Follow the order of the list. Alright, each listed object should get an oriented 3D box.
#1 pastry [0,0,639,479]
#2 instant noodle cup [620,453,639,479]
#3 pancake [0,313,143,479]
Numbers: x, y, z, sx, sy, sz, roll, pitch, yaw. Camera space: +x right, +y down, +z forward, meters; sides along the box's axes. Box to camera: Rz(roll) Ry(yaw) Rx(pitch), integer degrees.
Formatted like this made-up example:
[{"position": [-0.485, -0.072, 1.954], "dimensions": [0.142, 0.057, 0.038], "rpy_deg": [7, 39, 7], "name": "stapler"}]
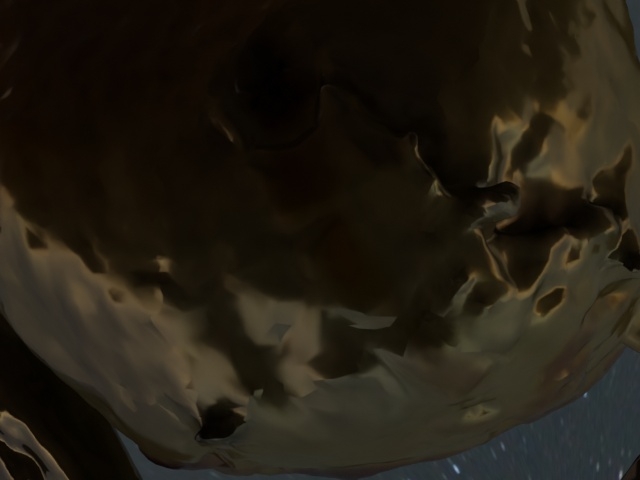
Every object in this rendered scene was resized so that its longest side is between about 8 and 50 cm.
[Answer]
[{"position": [-0.003, 0.005, 0.628], "dimensions": [0.256, 0.237, 0.170], "rpy_deg": [-13, -133, 25], "name": "pastry"}, {"position": [0.183, 0.121, 0.300], "dimensions": [0.251, 0.251, 0.190], "rpy_deg": [-30, -62, 0], "name": "instant noodle cup"}, {"position": [-0.140, 0.108, 0.802], "dimensions": [0.050, 0.242, 0.242], "rpy_deg": [-31, -107, -25], "name": "pancake"}]
